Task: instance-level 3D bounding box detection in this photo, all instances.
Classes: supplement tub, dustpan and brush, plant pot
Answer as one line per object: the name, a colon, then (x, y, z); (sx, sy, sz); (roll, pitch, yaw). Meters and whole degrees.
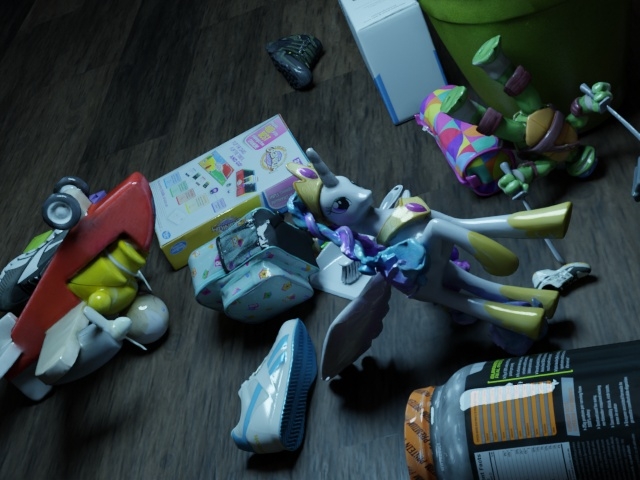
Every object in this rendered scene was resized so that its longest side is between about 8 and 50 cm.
supplement tub: (0.265, 0.219, 1.029); (0.316, 0.193, 0.193); (-11, 39, 21)
dustpan and brush: (0.081, -0.003, 1.525); (0.147, 0.060, 0.211); (15, 54, 43)
plant pot: (0.357, -0.365, 1.541); (0.367, 0.353, 0.366); (-17, 37, 13)

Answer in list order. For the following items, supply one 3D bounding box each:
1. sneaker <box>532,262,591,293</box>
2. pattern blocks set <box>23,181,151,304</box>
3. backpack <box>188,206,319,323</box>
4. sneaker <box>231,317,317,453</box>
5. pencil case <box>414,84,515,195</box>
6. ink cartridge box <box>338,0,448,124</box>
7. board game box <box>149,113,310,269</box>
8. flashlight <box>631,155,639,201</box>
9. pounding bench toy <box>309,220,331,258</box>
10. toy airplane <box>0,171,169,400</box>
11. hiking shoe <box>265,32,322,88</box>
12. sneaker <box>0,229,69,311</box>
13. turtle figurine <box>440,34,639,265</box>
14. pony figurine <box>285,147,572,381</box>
sneaker: (0.343, 0.057, 1.318); (0.083, 0.032, 0.037); (-17, 51, 22)
pattern blocks set: (-0.494, 0.005, 1.911); (0.286, 0.026, 0.324); (-9, 41, 24)
backpack: (-0.113, 0.052, 1.497); (0.188, 0.166, 0.144); (-23, 65, 25)
sneaker: (-0.066, 0.203, 1.350); (0.092, 0.087, 0.228); (-12, 37, 23)
pencil case: (0.245, -0.173, 1.591); (0.104, 0.104, 0.236); (-27, 37, 2)
ink cartridge box: (0.133, -0.408, 1.844); (0.129, 0.223, 0.307); (-24, 36, 6)
board game box: (-0.175, -0.100, 1.802); (0.317, 0.064, 0.242); (-28, 36, 0)
flashlight: (0.529, -0.178, 1.427); (0.103, 0.103, 0.304); (18, 55, 8)
pounding bench toy: (0.000, 0.000, 1.580); (0.083, 0.052, 0.065); (3, 46, 35)
toy airplane: (-0.391, 0.114, 1.558); (0.384, 0.272, 0.386); (-42, 25, 54)
hiking shoe: (-0.047, -0.416, 2.085); (0.114, 0.086, 0.227); (-32, 35, 0)
sneaker: (-0.525, 0.056, 1.788); (0.234, 0.078, 0.106); (-43, 39, -16)
turtle figurine: (0.329, -0.166, 1.378); (0.198, 0.266, 0.274); (-47, 15, 37)
pony figurine: (0.135, 0.033, 1.263); (0.364, 0.351, 0.302); (16, 56, 20)
